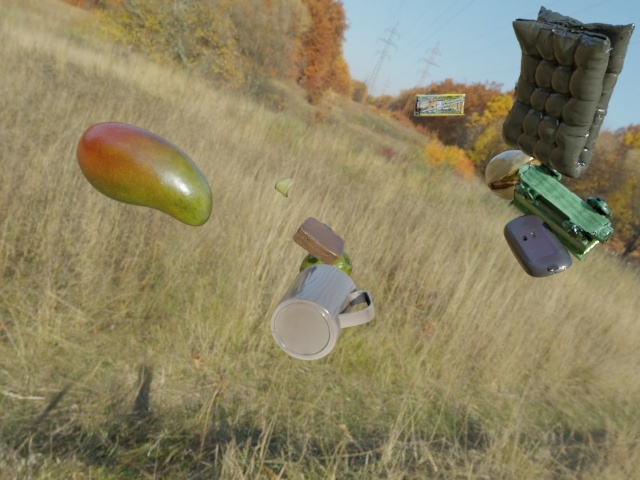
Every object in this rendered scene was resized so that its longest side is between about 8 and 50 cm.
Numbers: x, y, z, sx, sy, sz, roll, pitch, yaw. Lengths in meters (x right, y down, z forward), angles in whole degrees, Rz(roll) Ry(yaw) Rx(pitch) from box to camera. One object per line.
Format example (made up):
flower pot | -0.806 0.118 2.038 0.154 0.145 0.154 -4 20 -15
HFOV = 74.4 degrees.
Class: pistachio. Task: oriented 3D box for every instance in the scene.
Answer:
pistachio | 0.726 -0.245 1.551 0.187 0.188 0.299 22 -3 -8

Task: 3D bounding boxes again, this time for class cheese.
cheese | -0.139 -0.209 1.621 0.060 0.084 0.041 44 33 16

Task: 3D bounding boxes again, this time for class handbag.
handbag | 0.000 0.000 1.631 0.193 0.072 0.151 36 32 -2

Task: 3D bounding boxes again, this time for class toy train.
toy train | 0.674 -0.090 1.186 0.301 0.120 0.202 51 7 31

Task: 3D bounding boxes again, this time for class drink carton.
drink carton | 0.408 -0.465 1.449 0.165 0.071 0.056 1 16 7

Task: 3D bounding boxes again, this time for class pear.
pear | 0.021 0.126 1.885 0.212 0.269 0.212 22 58 -40

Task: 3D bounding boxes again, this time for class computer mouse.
computer mouse | 0.587 0.014 1.150 0.057 0.120 0.232 55 18 -35

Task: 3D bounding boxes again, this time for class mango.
mango | -0.332 -0.133 0.796 0.289 0.146 0.129 19 -5 7

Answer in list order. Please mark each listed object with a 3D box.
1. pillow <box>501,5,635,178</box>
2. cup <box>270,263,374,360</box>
pillow | 0.525 -0.325 0.941 0.101 0.326 0.228 -24 43 -11
cup | 0.012 0.222 1.295 0.288 0.208 0.273 20 21 9
